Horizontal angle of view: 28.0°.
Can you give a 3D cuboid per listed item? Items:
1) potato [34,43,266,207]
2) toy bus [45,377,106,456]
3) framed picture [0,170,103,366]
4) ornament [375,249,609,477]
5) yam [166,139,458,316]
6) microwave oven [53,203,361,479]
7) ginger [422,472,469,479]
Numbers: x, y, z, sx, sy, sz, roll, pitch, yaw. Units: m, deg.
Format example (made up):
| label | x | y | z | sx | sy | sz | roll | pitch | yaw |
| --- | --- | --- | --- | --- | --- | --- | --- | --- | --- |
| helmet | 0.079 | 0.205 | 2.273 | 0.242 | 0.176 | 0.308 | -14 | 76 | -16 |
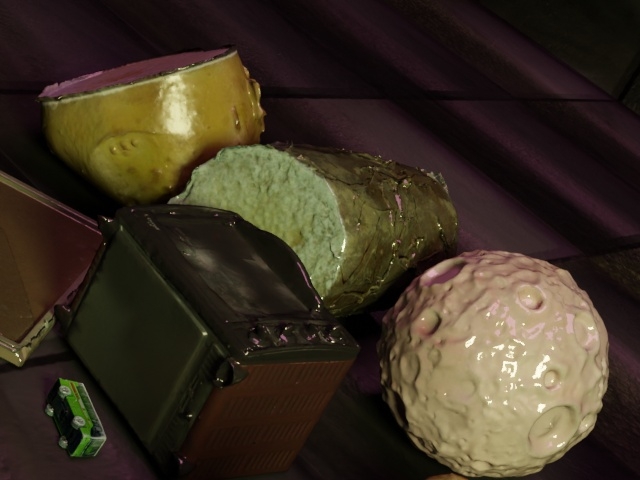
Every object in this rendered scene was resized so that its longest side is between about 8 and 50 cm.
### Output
| label | x | y | z | sx | sy | sz | roll | pitch | yaw |
| --- | --- | --- | --- | --- | --- | --- | --- | --- | --- |
| potato | -0.212 | -0.127 | 1.609 | 0.246 | 0.196 | 0.299 | -22 | 17 | -33 |
| toy bus | -0.229 | 0.166 | 1.198 | 0.037 | 0.031 | 0.083 | 19 | 25 | -41 |
| framed picture | -0.361 | 0.006 | 1.379 | 0.232 | 0.024 | 0.315 | 28 | 24 | 0 |
| ornament | 0.197 | 0.142 | 1.422 | 0.259 | 0.259 | 0.225 | 11 | 24 | -32 |
| yam | 0.000 | 0.000 | 1.521 | 0.241 | 0.241 | 0.348 | 41 | 25 | 26 |
| microwave oven | -0.113 | 0.092 | 1.269 | 0.178 | 0.188 | 0.247 | -1 | 38 | -46 |
| ginger | 0.148 | 0.332 | 1.117 | 0.244 | 0.155 | 0.304 | -3 | 40 | -46 |
